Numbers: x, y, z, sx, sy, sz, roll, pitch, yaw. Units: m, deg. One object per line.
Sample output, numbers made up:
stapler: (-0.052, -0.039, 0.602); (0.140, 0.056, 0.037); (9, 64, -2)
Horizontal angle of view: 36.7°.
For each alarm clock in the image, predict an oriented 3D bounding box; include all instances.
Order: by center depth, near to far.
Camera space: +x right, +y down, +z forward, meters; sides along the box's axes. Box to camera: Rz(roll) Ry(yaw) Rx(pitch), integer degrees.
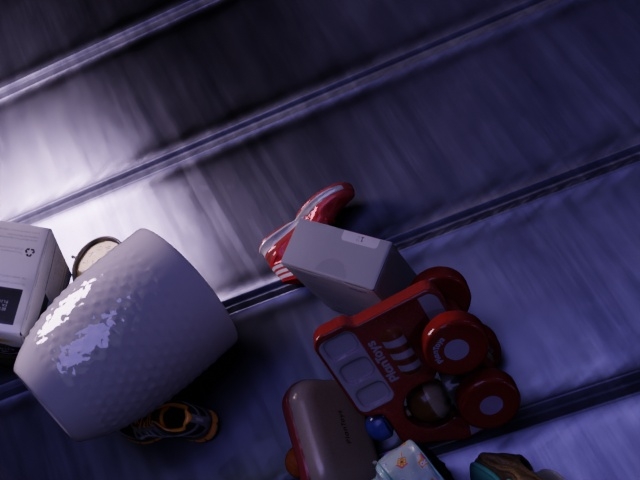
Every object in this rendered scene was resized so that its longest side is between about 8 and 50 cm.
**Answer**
alarm clock: (-0.421, 0.054, 1.967); (0.192, 0.064, 0.129); (-18, 61, 18)

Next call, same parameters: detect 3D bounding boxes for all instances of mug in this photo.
mug: (-0.384, 0.176, 1.749); (0.328, 0.276, 0.374); (-41, 28, -20)

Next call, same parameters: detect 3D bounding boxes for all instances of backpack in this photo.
backpack: (0.144, 0.396, 1.476); (0.144, 0.188, 0.166); (-30, 71, -12)

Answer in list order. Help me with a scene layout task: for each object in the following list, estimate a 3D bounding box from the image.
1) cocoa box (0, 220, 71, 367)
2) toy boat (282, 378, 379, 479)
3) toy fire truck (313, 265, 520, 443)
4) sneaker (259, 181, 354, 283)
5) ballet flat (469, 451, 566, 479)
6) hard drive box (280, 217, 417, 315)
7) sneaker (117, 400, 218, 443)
cocoa box: (-0.693, 0.096, 1.874); (0.347, 0.228, 0.231); (8, 65, 1)
toy boat: (-0.003, 0.356, 1.627); (0.151, 0.151, 0.231); (-43, 51, 37)
toy fire truck: (0.158, 0.205, 1.533); (0.254, 0.302, 0.169); (-27, 28, 10)
sneaker: (0.000, 0.000, 1.815); (0.221, 0.087, 0.128); (-41, 66, 16)
ballet flat: (0.311, 0.376, 1.385); (0.124, 0.342, 0.116); (-9, 91, -4)
hard drive box: (0.065, 0.065, 1.656); (0.181, 0.232, 0.089); (16, 74, 28)
sneaker: (-0.298, 0.327, 1.781); (0.214, 0.083, 0.084); (-6, 67, 22)
